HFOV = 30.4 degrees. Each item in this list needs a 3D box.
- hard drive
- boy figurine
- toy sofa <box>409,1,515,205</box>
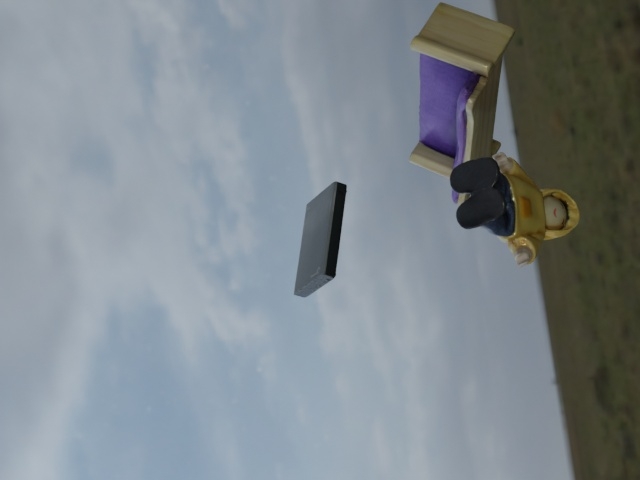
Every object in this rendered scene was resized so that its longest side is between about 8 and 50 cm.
[{"bbox_3d":[0.000,0.000,1.563,0.094,0.022,0.135,-37,41,57],"label":"hard drive"},{"bbox_3d":[0.304,-0.042,1.794,0.285,0.092,0.177,14,-117,-51],"label":"boy figurine"},{"bbox_3d":[0.238,-0.237,2.138,0.177,0.150,0.362,-57,-19,-25],"label":"toy sofa"}]
